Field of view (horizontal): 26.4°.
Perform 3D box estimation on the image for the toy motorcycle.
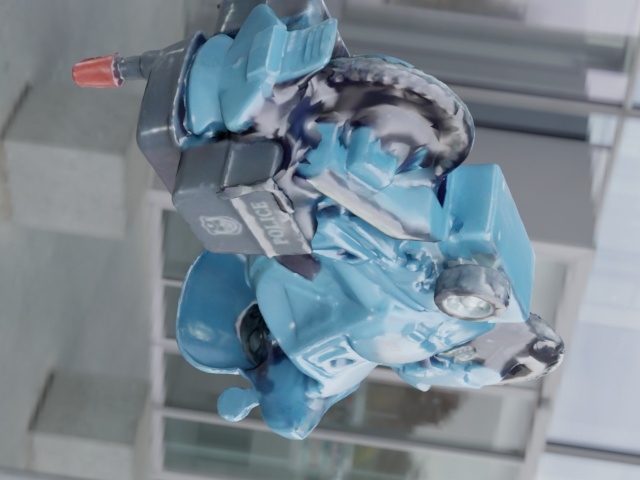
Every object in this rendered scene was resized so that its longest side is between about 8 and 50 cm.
[{"bbox_3d":[0.000,0.000,0.605,0.272,0.182,0.123,59,35,-52],"label":"toy motorcycle"}]
